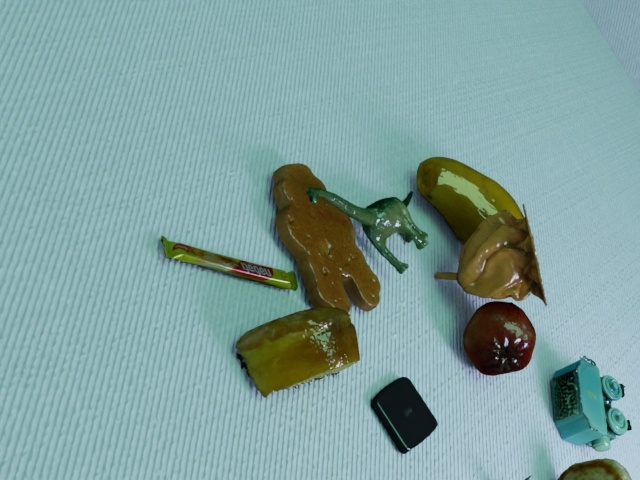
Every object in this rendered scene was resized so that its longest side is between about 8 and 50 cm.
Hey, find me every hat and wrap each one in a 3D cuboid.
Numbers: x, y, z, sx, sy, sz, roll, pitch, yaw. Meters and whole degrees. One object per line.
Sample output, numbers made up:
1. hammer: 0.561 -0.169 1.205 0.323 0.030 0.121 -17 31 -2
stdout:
1. hat: 0.369 0.055 2.030 0.244 0.233 0.234 -9 86 -78

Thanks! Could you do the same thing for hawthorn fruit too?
1. hawthorn fruit: 0.392 0.205 1.993 0.157 0.157 0.194 48 22 -9

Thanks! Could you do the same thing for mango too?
1. mango: 0.374 -0.073 2.164 0.359 0.144 0.187 44 41 -8

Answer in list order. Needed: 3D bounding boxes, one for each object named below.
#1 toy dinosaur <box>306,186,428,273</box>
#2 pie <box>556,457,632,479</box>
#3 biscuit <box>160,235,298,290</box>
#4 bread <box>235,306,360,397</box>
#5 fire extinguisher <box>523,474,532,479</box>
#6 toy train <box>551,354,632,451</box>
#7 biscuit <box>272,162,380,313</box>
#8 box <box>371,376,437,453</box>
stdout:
1. toy dinosaur: 0.099 -0.079 1.920 0.301 0.087 0.447 42 23 -13
2. pie: 0.573 0.555 1.895 0.084 0.179 0.205 29 39 -36
3. biscuit: -0.160 0.046 1.632 0.291 0.026 0.048 17 33 -38
4. bread: -0.012 0.181 1.600 0.260 0.134 0.129 -9 72 -48
5. fire extinguisher: 0.454 0.598 1.802 0.104 0.104 0.269 -21 79 -50
6. toy train: 0.626 0.386 2.126 0.163 0.112 0.203 24 48 -25
7. biscuit: 0.000 0.000 1.809 0.202 0.047 0.334 -14 76 -51
8. box: 0.161 0.335 1.755 0.126 0.027 0.125 -26 80 -49
